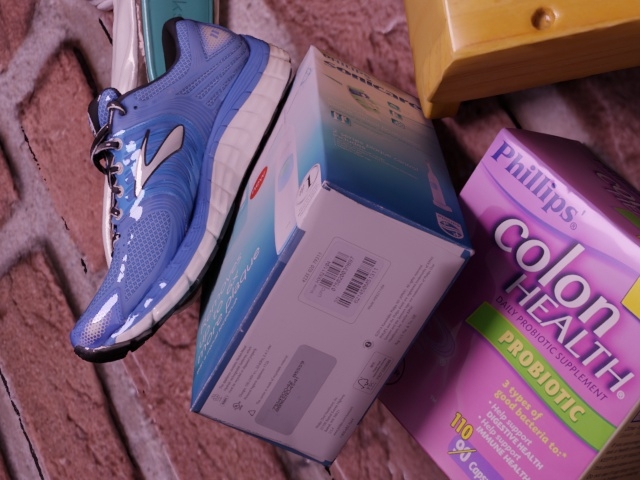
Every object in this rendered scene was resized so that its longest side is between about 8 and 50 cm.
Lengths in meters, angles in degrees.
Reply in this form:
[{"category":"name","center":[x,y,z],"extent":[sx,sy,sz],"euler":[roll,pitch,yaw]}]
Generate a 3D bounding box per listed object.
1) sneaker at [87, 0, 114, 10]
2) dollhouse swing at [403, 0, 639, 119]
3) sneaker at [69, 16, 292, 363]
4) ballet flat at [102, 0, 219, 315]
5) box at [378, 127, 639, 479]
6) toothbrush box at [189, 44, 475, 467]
[{"category":"sneaker","center":[-0.282,-0.394,1.376],"extent":[0.099,0.121,0.263],"euler":[-21,74,38]},{"category":"dollhouse swing","center":[0.182,-0.281,0.929],"extent":[0.315,0.305,0.347],"euler":[-10,80,15]},{"category":"sneaker","center":[-0.148,-0.050,1.059],"extent":[0.130,0.147,0.330],"euler":[-41,26,64]},{"category":"ballet flat","center":[-0.167,-0.116,1.272],"extent":[0.139,0.139,0.400],"euler":[-8,79,41]},{"category":"box","center":[0.177,0.076,0.943],"extent":[0.213,0.117,0.243],"euler":[47,117,33]},{"category":"toothbrush box","center":[0.000,0.000,1.003],"extent":[0.216,0.126,0.295],"euler":[-59,15,24]}]
